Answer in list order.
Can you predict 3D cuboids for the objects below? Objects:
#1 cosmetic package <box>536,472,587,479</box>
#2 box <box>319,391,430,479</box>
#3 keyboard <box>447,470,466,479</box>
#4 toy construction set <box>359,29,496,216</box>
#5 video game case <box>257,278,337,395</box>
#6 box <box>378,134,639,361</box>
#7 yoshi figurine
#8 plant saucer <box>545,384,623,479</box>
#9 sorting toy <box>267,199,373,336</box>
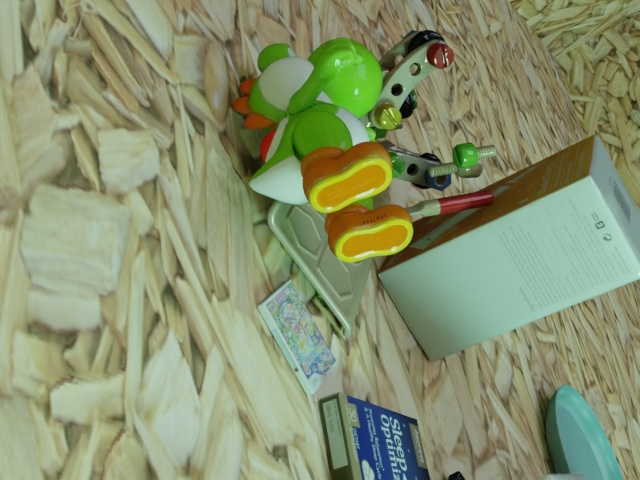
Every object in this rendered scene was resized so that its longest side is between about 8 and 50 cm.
[{"bbox_3d":[0.305,0.483,1.060,0.156,0.217,0.385,22,34,-54],"label":"cosmetic package"},{"bbox_3d":[0.084,0.274,1.142,0.225,0.036,0.136,30,41,-51],"label":"box"},{"bbox_3d":[0.225,0.405,1.300,0.180,0.023,0.108,57,33,-16],"label":"keyboard"},{"bbox_3d":[0.093,-0.155,1.394,0.237,0.257,0.309,-11,50,-19],"label":"toy construction set"},{"bbox_3d":[-0.026,0.114,1.111,0.122,0.011,0.087,61,26,-6],"label":"video game case"},{"bbox_3d":[0.293,0.011,1.411,0.168,0.345,0.215,58,26,-10],"label":"box"},{"bbox_3d":[0.028,-0.152,1.169,0.203,0.203,0.362,15,32,-32],"label":"yoshi figurine"},{"bbox_3d":[0.503,0.431,1.768,0.317,0.043,0.317,44,32,-36],"label":"plant saucer"},{"bbox_3d":[0.000,0.000,1.243,0.208,0.038,0.193,58,26,-21],"label":"sorting toy"}]
